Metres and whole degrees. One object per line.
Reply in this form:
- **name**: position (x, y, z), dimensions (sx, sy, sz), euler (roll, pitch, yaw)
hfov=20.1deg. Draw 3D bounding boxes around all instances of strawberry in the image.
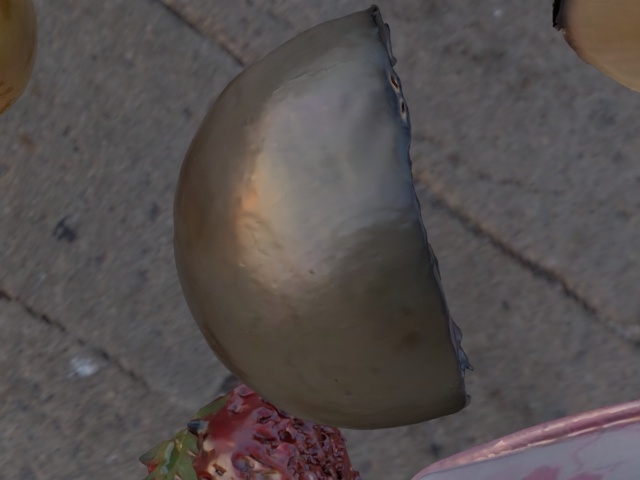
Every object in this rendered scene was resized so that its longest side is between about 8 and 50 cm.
- **strawberry**: position (-0.046, 0.213, 1.484), dimensions (0.201, 0.184, 0.187), euler (30, 97, -17)

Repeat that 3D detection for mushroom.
- **mushroom**: position (0.000, 0.000, 0.721), dimensions (0.117, 0.188, 0.141), euler (-18, 41, -8)

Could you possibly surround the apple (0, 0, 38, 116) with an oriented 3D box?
- **apple**: position (-0.234, -0.120, 0.902), dimensions (0.199, 0.199, 0.199), euler (5, 75, -19)

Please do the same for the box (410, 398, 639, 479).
- **box**: position (0.052, 0.191, 0.476), dimensions (0.112, 0.190, 0.369), euler (59, 33, -17)

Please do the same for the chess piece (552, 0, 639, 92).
- **chess piece**: position (0.221, -0.223, 1.038), dimensions (0.143, 0.143, 0.260), euler (21, 62, -15)
